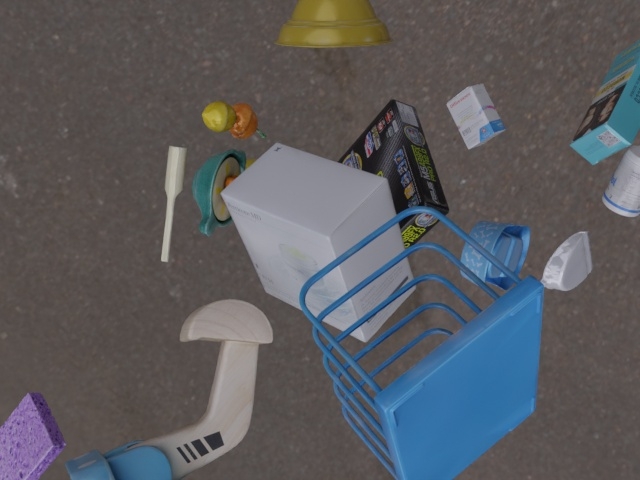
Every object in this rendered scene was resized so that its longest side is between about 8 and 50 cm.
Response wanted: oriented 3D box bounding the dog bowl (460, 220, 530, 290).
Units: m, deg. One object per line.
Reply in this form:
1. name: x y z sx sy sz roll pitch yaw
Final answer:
1. dog bowl: 0.413 0.031 1.897 0.074 0.297 0.166 20 99 28

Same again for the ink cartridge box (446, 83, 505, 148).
1. ink cartridge box: 0.356 -0.286 1.846 0.088 0.052 0.122 -32 81 52

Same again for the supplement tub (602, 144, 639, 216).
1. supplement tub: 0.536 -0.101 1.376 0.071 0.071 0.107 25 123 13

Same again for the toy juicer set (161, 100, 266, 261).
1. toy juicer set: -0.166 -0.122 1.355 0.089 0.329 0.209 11 121 18

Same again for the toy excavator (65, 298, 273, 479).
1. toy excavator: -0.230 0.347 1.159 0.222 0.445 0.433 -24 86 67

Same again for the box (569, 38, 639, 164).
1. box: 0.537 -0.253 1.424 0.060 0.244 0.100 38 154 -8

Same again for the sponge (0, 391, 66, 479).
1. sponge: -0.519 0.369 1.360 0.210 0.031 0.117 -49 58 16

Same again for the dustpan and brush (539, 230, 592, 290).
1. dustpan and brush: 0.545 0.082 1.866 0.060 0.211 0.147 26 151 41

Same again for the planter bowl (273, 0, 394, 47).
1. planter bowl: 0.024 -0.401 1.435 0.217 0.217 0.090 10 112 27

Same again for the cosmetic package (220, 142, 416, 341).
1. cosmetic package: 0.000 0.000 1.207 0.224 0.138 0.225 22 145 39

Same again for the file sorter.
1. file sorter: 0.068 0.079 0.538 0.104 0.118 0.170 45 164 35

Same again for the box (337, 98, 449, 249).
1. box: 0.126 -0.101 1.535 0.060 0.270 0.216 14 137 -31
